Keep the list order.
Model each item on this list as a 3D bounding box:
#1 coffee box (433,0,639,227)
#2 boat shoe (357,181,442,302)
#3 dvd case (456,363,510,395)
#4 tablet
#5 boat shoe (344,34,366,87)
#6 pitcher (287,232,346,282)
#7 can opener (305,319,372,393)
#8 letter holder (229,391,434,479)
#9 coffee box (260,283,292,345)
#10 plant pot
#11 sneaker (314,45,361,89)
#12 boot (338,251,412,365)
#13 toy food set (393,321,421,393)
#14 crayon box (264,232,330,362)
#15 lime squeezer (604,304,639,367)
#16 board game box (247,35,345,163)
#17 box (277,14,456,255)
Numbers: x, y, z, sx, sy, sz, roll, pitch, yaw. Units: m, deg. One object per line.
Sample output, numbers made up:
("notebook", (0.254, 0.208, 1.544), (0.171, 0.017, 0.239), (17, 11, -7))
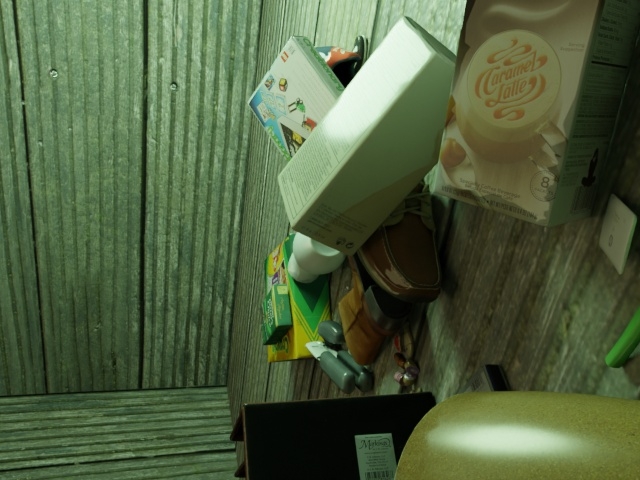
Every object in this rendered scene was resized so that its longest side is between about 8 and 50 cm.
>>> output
("coffee box", (0.210, -0.153, 0.564), (0.141, 0.098, 0.247), (24, 115, 44))
("boat shoe", (0.119, -0.051, 0.922), (0.120, 0.122, 0.324), (111, 154, -42))
("dvd case", (0.215, 0.303, 0.719), (0.179, 0.029, 0.239), (109, 157, -48))
("tablet", (0.269, -0.008, 0.523), (0.083, 0.006, 0.054), (-52, -32, -67))
("boat shoe", (0.071, -0.383, 1.253), (0.046, 0.038, 0.125), (-113, 29, -55))
("pitcher", (0.000, 0.000, 1.357), (0.207, 0.125, 0.178), (133, 158, -70))
("can opener", (0.036, 0.246, 1.270), (0.283, 0.075, 0.095), (-161, 73, -72))
("letter holder", (0.016, 0.353, 0.918), (0.214, 0.301, 0.152), (116, 151, -56))
("coffee box", (-0.119, 0.195, 1.496), (0.184, 0.040, 0.113), (125, 141, -61))
("plant pot", (0.218, 0.210, 0.415), (0.254, 0.237, 0.237), (-38, 51, 53))
("sneaker", (0.040, -0.234, 1.231), (0.148, 0.131, 0.350), (11, 118, 40))
("boot", (0.082, 0.078, 1.095), (0.280, 0.096, 0.264), (107, 143, -63))
("toy food set", (0.143, 0.210, 0.995), (0.078, 0.019, 0.122), (115, 152, -55))
("crayon box", (-0.073, 0.174, 1.599), (0.363, 0.106, 0.313), (140, 129, -69))
("lime squeezer", (0.280, -0.026, 0.467), (0.110, 0.058, 0.311), (-147, 58, -71))
("board game box", (-0.012, -0.229, 1.161), (0.193, 0.053, 0.305), (-44, 73, 40))
("box", (0.080, -0.143, 0.832), (0.311, 0.121, 0.148), (-48, 35, 26))
